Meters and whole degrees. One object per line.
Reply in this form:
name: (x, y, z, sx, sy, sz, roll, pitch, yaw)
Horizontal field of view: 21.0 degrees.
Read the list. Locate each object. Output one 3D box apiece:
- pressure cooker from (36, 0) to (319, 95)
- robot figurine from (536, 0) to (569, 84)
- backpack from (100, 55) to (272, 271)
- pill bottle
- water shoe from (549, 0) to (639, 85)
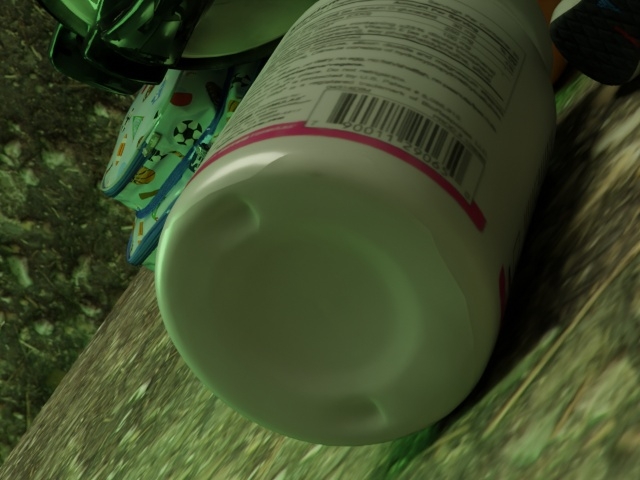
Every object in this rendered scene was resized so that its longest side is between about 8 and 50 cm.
pressure cooker: (-0.119, -0.356, 1.521, 0.376, 0.369, 0.420, -20, 32, -3)
robot figurine: (0.089, -0.132, 1.110, 0.158, 0.128, 0.219, -46, 5, -14)
backpack: (-0.095, -0.076, 1.685, 0.263, 0.213, 0.276, -60, 5, 36)
pill bottle: (0.034, -0.039, 0.882, 0.160, 0.160, 0.283, -47, 9, 33)
water shoe: (0.172, -0.137, 0.841, 0.080, 0.073, 0.203, -52, 8, -14)
